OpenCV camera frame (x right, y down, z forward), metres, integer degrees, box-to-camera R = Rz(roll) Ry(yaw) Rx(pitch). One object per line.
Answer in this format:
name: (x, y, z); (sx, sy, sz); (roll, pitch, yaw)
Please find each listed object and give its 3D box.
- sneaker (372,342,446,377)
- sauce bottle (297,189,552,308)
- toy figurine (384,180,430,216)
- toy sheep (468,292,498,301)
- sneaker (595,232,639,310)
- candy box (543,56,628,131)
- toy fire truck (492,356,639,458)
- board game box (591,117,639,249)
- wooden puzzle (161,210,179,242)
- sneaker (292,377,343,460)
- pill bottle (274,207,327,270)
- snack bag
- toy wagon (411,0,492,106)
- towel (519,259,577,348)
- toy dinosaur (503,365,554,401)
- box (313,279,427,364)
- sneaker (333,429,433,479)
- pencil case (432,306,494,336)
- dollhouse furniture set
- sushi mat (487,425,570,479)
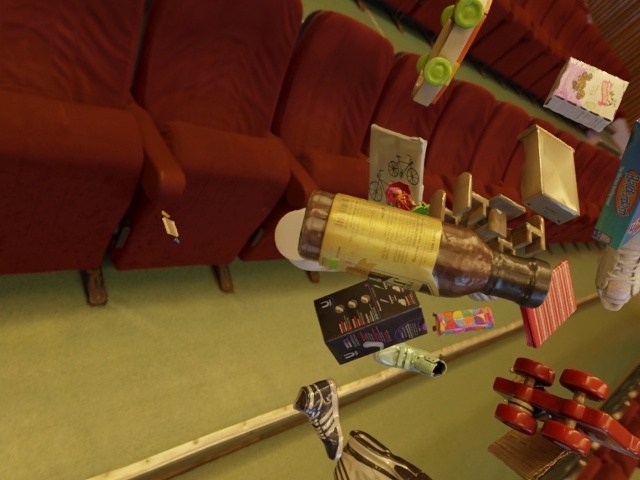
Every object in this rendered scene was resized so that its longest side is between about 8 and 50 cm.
sneaker: (0.320, 0.415, 1.600); (0.256, 0.151, 0.094); (13, 87, -23)
sauce bottle: (0.142, 0.019, 0.648); (0.344, 0.111, 0.111); (15, 38, 6)
toy figurine: (0.257, -0.118, 1.406); (0.159, 0.130, 0.173); (50, 21, 27)
toy sheep: (0.337, 0.085, 0.934); (0.091, 0.132, 0.091); (39, 37, -38)
sneaker: (0.683, 0.052, 1.004); (0.152, 0.114, 0.305); (-64, 150, -25)
candy box: (0.844, -0.465, 1.456); (0.196, 0.070, 0.165); (28, 75, 7)
toy fire truck: (0.601, 0.434, 1.140); (0.254, 0.302, 0.169); (39, 71, -27)
board game box: (0.491, -0.106, 0.665); (0.160, 0.210, 0.047); (-32, 48, -18)
wooden puzzle: (-0.564, -0.050, 1.713); (0.078, 0.014, 0.116); (48, 19, -70)
sneaker: (-0.010, 0.646, 1.629); (0.153, 0.099, 0.282); (1, 79, -33)
pill bottle: (0.000, 0.000, 1.117); (0.152, 0.152, 0.272); (59, 17, 15)
snack bag: (0.277, -0.246, 1.705); (0.037, 0.342, 0.323); (-15, 30, -25)
toy wagon: (0.297, -0.465, 0.991); (0.068, 0.344, 0.267); (26, 25, -3)
towel: (0.751, 0.207, 1.507); (0.275, 0.031, 0.199); (-28, 109, -29)
toy dinosaur: (0.596, 0.408, 1.359); (0.053, 0.183, 0.092); (64, -7, 4)
box: (0.140, 0.212, 1.273); (0.165, 0.270, 0.143); (64, 6, -49)
sneaker: (0.240, 0.922, 1.647); (0.447, 0.257, 0.169); (28, 0, 32)
pencil case: (0.579, 0.330, 1.864); (0.236, 0.104, 0.104); (-7, 50, 3)
dollhouse furniture set: (0.374, -0.087, 0.924); (0.212, 0.242, 0.161); (24, 59, -20)
sushi mat: (0.559, 0.561, 1.237); (0.019, 0.151, 0.316); (56, -5, 11)
